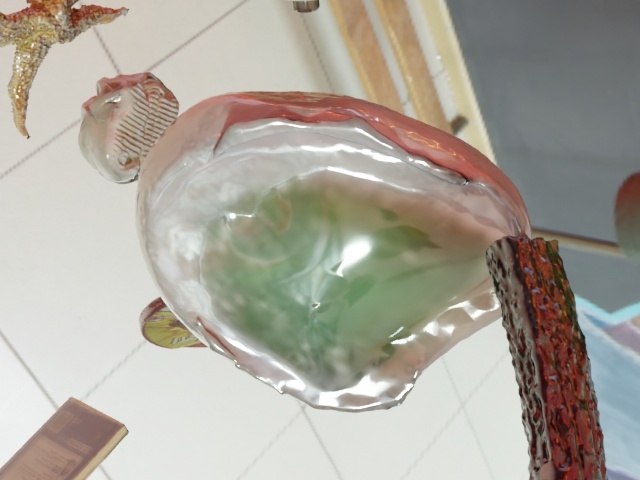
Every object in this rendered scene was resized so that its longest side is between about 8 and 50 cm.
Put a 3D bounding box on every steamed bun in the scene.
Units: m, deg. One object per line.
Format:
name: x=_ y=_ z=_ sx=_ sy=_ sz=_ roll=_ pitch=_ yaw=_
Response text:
steamed bun: x=-0.381 y=-0.217 z=1.754 sx=0.211 sy=0.144 sz=0.217 roll=17 pitch=83 yaw=-68

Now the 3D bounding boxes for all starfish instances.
starfish: x=-0.405 y=-0.349 z=1.463 sx=0.301 sy=0.084 sz=0.293 roll=87 pitch=26 yaw=-56

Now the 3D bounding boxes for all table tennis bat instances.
table tennis bat: x=-0.202 y=0.169 z=1.838 sx=0.414 sy=0.268 sz=0.051 roll=69 pitch=8 yaw=-65

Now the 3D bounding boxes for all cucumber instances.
cucumber: x=0.155 y=0.086 z=0.637 sx=0.058 sy=0.058 sz=0.187 roll=24 pitch=51 yaw=-44

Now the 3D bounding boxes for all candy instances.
candy: x=0.000 y=0.000 z=1.051 sx=0.427 sy=0.186 sz=0.386 roll=30 pitch=117 yaw=-17

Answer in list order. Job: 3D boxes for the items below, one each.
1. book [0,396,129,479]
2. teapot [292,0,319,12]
book: x=-0.449 y=0.380 z=1.414 sx=0.322 sy=0.228 sz=0.018 roll=-48 pitch=118 yaw=-22
teapot: x=-0.012 y=-0.331 z=1.010 sx=0.186 sy=0.268 sz=0.175 roll=-23 pitch=130 yaw=-23
